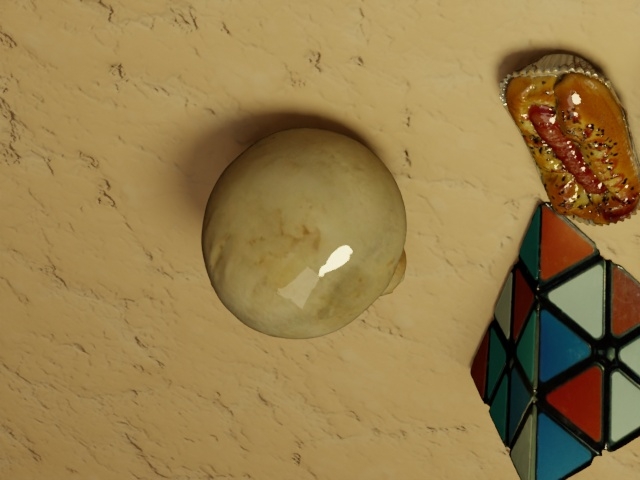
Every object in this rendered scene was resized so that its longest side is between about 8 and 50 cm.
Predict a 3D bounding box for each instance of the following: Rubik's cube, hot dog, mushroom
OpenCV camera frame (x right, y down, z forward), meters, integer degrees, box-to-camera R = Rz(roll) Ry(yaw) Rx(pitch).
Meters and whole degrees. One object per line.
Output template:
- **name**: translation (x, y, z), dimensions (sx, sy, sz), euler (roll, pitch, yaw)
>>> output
- **Rubik's cube**: translation (0.207, 0.163, 1.740), dimensions (0.250, 0.234, 0.284), euler (-25, 121, 41)
- **hot dog**: translation (0.231, -0.088, 1.600), dimensions (0.108, 0.059, 0.191), euler (-3, 135, 32)
- **mushroom**: translation (-0.005, -0.014, 1.709), dimensions (0.206, 0.209, 0.206), euler (15, 116, 33)
